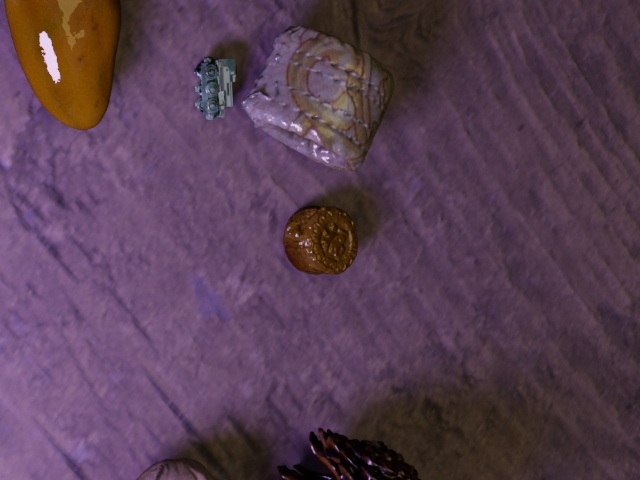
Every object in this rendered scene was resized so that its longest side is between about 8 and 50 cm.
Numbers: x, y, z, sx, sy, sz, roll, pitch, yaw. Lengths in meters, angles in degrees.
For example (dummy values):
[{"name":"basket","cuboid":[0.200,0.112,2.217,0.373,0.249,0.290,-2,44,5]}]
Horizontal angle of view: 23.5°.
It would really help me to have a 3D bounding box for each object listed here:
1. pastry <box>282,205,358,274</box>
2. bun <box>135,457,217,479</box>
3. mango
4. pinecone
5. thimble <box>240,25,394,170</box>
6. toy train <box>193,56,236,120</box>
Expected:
[{"name":"pastry","cuboid":[0.000,0.000,2.126,0.109,0.057,0.097,23,76,-37]},{"name":"bun","cuboid":[-0.193,0.356,1.990,0.166,0.113,0.173,21,106,-30]},{"name":"mango","cuboid":[-0.303,-0.257,1.851,0.138,0.113,0.253,-20,107,-30]},{"name":"pinecone","cuboid":[0.022,0.404,2.084,0.246,0.246,0.292,40,92,-31]},{"name":"thimble","cuboid":[-0.004,-0.192,2.057,0.190,0.137,0.143,26,81,-19]},{"name":"toy train","cuboid":[-0.137,-0.200,2.023,0.053,0.033,0.083,-9,100,-38]}]
